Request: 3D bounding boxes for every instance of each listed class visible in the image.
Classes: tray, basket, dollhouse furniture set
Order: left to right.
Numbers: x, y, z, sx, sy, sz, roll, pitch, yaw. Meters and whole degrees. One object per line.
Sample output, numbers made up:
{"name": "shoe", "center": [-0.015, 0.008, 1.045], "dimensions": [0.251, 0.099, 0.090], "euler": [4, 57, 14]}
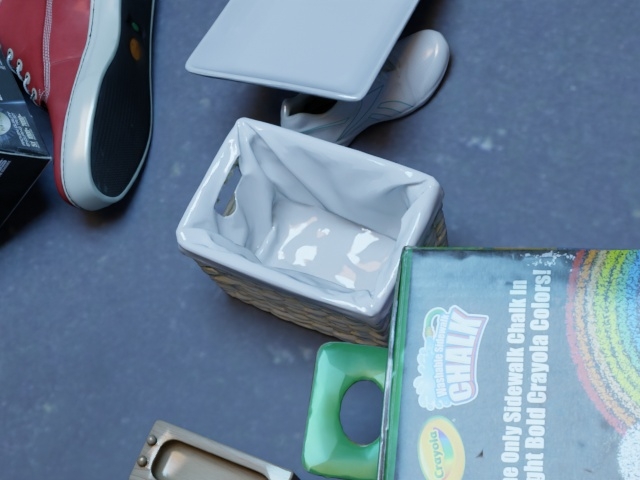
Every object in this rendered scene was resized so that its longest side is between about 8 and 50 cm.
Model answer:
{"name": "dollhouse furniture set", "center": [-0.095, 0.198, 0.930], "dimensions": [0.144, 0.123, 0.151], "euler": [18, 71, 22]}
{"name": "basket", "center": [0.000, 0.000, 1.010], "dimensions": [0.167, 0.103, 0.113], "euler": [20, 72, 22]}
{"name": "tray", "center": [0.015, -0.197, 1.099], "dimensions": [0.145, 0.030, 0.270], "euler": [12, 49, 21]}

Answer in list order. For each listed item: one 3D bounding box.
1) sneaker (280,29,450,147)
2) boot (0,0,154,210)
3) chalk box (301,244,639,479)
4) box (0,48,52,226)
{"name": "sneaker", "center": [0.035, -0.118, 1.081], "dimensions": [0.152, 0.061, 0.054], "euler": [-35, 60, -4]}
{"name": "boot", "center": [-0.233, -0.127, 1.151], "dimensions": [0.176, 0.088, 0.244], "euler": [-9, 62, 18]}
{"name": "chalk box", "center": [0.136, 0.115, 0.877], "dimensions": [0.289, 0.179, 0.180], "euler": [1, 66, 17]}
{"name": "box", "center": [-0.310, -0.086, 1.115], "dimensions": [0.147, 0.077, 0.180], "euler": [-46, 57, 28]}
